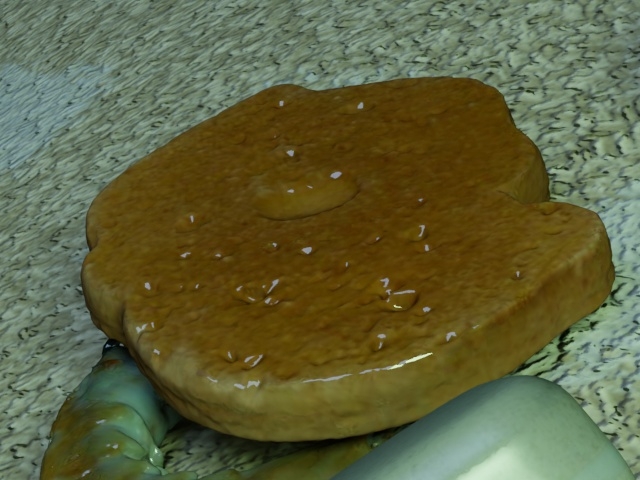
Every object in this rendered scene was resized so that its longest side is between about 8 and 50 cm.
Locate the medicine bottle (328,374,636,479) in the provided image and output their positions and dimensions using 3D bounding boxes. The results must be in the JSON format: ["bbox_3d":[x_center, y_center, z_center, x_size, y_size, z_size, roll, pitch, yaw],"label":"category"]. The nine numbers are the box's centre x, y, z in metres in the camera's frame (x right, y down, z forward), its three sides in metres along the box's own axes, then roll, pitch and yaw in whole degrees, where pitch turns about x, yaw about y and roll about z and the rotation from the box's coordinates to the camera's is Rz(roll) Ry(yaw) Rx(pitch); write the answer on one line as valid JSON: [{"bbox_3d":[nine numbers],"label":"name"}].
[{"bbox_3d":[-0.016,0.214,0.994,0.375,0.123,0.282,-35,-2,-12],"label":"medicine bottle"}]

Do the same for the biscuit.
[{"bbox_3d":[0.000,0.001,1.401,0.349,0.078,0.455,-15,29,-5],"label":"biscuit"}]

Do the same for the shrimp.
[{"bbox_3d":[-0.094,0.148,1.308,0.287,0.068,0.185,2,41,43],"label":"shrimp"}]
